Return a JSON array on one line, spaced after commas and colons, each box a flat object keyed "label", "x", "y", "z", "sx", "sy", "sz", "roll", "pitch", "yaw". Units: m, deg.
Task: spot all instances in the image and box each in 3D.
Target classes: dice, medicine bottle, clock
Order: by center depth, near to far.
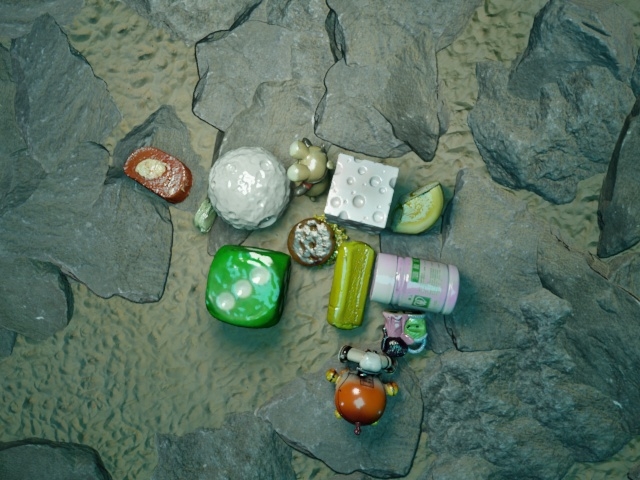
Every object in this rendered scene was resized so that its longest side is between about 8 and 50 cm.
[{"label": "medicine bottle", "x": 0.378, "y": 0.174, "z": 1.714, "sx": 0.325, "sy": 0.212, "sz": 0.212, "roll": 10, "pitch": 94, "yaw": 6}, {"label": "dice", "x": -0.285, "y": 0.179, "z": 1.736, "sx": 0.297, "sy": 0.287, "sz": 0.300, "roll": 9, "pitch": 94, "yaw": 4}, {"label": "clock", "x": 0.354, "y": 0.397, "z": 1.785, "sx": 0.193, "sy": 0.100, "sz": 0.196, "roll": 4, "pitch": 95, "yaw": 3}]

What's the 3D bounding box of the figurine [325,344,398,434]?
[{"label": "figurine", "x": 0.176, "y": 0.624, "z": 1.765, "sx": 0.319, "sy": 0.196, "sz": 0.323, "roll": 12, "pitch": 84, "yaw": -2}]

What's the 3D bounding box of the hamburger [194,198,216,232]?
[{"label": "hamburger", "x": -0.493, "y": -0.107, "z": 1.814, "sx": 0.062, "sy": 0.133, "sz": 0.140, "roll": 25, "pitch": 140, "yaw": 0}]

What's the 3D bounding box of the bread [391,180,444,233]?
[{"label": "bread", "x": 0.399, "y": -0.118, "z": 1.732, "sx": 0.260, "sy": 0.158, "sz": 0.156, "roll": -28, "pitch": 101, "yaw": 6}]

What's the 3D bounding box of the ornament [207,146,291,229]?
[{"label": "ornament", "x": -0.275, "y": -0.201, "z": 1.684, "sx": 0.336, "sy": 0.337, "sz": 0.337, "roll": 0, "pitch": 93, "yaw": 5}]

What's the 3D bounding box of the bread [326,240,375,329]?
[{"label": "bread", "x": 0.121, "y": 0.189, "z": 1.781, "sx": 0.166, "sy": 0.112, "sz": 0.384, "roll": 7, "pitch": 95, "yaw": -22}]

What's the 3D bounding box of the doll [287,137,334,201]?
[{"label": "doll", "x": -0.034, "y": -0.284, "z": 1.665, "sx": 0.174, "sy": 0.330, "sz": 0.235, "roll": -1, "pitch": 87, "yaw": 1}]

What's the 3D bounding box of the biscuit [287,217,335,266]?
[{"label": "biscuit", "x": -0.040, "y": 0.008, "z": 1.779, "sx": 0.212, "sy": 0.036, "sz": 0.212, "roll": 0, "pitch": 92, "yaw": 7}]

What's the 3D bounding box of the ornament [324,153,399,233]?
[{"label": "ornament", "x": 0.157, "y": -0.175, "z": 1.681, "sx": 0.239, "sy": 0.239, "sz": 0.240, "roll": 15, "pitch": 85, "yaw": 2}]

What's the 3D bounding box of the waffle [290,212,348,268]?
[{"label": "waffle", "x": 0.000, "y": 0.000, "z": 1.819, "sx": 0.231, "sy": 0.051, "sz": 0.229, "roll": -26, "pitch": 88, "yaw": 5}]

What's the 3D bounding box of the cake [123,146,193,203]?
[{"label": "cake", "x": -0.688, "y": -0.287, "z": 1.819, "sx": 0.282, "sy": 0.151, "sz": 0.177, "roll": 31, "pitch": 84, "yaw": 3}]
